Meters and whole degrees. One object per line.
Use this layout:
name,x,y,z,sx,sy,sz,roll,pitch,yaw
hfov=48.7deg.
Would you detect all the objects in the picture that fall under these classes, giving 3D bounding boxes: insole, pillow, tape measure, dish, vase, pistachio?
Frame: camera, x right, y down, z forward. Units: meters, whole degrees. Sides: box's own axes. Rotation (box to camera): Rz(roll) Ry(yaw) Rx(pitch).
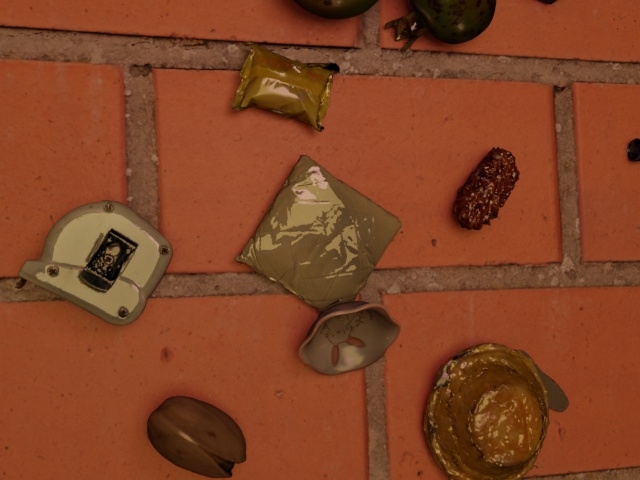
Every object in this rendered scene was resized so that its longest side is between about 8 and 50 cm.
insole,0.524,0.339,1.690,0.063,0.010,0.192,-44,97,-12
pillow,0.000,-0.002,1.549,0.281,0.076,0.274,33,89,-14
tape measure,-0.440,0.042,1.417,0.243,0.125,0.246,29,82,-11
dish,0.055,0.192,1.528,0.229,0.081,0.229,-12,134,-12
vase,0.856,-0.214,1.768,0.167,0.059,0.059,7,86,-13
pistachio,-0.247,0.405,1.443,0.137,0.153,0.238,-49,125,-1

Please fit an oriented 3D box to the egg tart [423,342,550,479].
egg tart,0.392,0.401,1.591,0.341,0.132,0.341,0,90,-13

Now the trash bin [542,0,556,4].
trash bin,0.489,-0.688,1.672,0.241,0.122,0.164,20,83,-14

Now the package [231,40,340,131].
package,-0.076,-0.337,1.537,0.226,0.090,0.168,15,81,-15

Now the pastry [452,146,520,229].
pastry,0.378,-0.115,1.630,0.115,0.097,0.208,36,78,-13

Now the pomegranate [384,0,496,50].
pomegranate,0.273,-0.527,1.581,0.263,0.211,0.211,-37,97,13

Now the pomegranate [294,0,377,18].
pomegranate,0.084,-0.616,1.504,0.359,0.216,0.309,12,89,9
